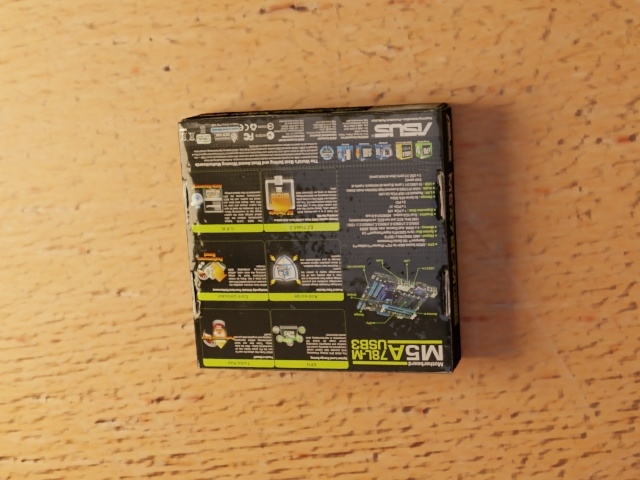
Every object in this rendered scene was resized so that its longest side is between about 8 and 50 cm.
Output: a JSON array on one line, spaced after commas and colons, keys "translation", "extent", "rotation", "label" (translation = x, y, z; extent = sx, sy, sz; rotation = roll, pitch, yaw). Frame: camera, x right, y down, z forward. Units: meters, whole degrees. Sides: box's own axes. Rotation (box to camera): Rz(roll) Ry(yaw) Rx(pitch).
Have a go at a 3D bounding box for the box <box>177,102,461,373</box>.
[{"translation": [0.000, 0.000, 0.815], "extent": [0.190, 0.045, 0.184], "rotation": [-2, 102, 16], "label": "box"}]
